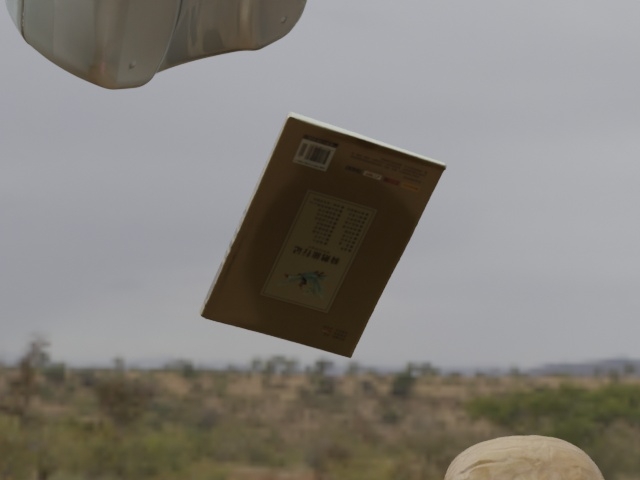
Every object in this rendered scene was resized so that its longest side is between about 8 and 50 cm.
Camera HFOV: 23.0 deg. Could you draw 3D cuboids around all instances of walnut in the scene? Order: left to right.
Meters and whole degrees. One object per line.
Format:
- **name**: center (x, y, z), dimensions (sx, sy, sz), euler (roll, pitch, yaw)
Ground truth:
- **walnut**: center (0.267, 0.351, 2.073), dimensions (0.225, 0.193, 0.193), euler (-5, -6, 4)

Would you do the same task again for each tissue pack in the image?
- **tissue pack**: center (-0.183, -0.317, 1.709), dimensions (0.333, 0.229, 0.236), euler (-23, 51, -40)

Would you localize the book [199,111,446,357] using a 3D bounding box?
- **book**: center (0.000, 0.000, 2.001), dimensions (0.217, 0.310, 0.021), euler (17, 28, -18)
